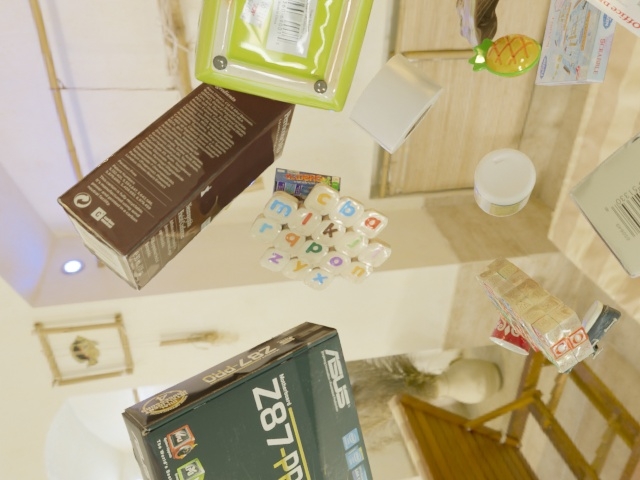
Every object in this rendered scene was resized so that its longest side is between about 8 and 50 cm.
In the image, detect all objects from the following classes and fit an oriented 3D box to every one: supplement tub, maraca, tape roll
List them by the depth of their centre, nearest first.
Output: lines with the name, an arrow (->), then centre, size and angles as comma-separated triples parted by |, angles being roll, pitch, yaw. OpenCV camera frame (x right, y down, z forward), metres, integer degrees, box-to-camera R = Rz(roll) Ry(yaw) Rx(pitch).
supplement tub -> 0.474, -0.143, 1.382 | 0.199, 0.144, 0.145 | 32, -131, -72
maraca -> 0.488, -0.492, 1.415 | 0.099, 0.185, 0.127 | 45, -115, -52
tape roll -> 0.226, -0.405, 1.590 | 0.169, 0.246, 0.246 | 39, 162, 4

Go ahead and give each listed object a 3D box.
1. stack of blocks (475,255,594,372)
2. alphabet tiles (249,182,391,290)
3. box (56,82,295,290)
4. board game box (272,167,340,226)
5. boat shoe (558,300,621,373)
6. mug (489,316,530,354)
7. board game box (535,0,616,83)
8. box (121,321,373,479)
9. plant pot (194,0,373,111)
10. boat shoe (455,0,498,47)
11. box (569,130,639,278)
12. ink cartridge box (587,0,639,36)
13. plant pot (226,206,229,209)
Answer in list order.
stack of blocks -> 0.510, 0.179, 1.273 | 0.171, 0.087, 0.297 | 53, -177, -25
alphabet tiles -> 0.000, 0.000, 1.130 | 0.278, 0.284, 0.021 | -50, 21, 40
box -> -0.219, -0.111, 0.885 | 0.143, 0.381, 0.191 | 39, 157, 4
board game box -> -0.040, -0.078, 1.157 | 0.201, 0.136, 0.035 | 110, 166, -61
boat shoe -> 0.786, 0.297, 1.562 | 0.095, 0.079, 0.255 | -26, -39, -66
mug -> 0.583, 0.230, 1.512 | 0.150, 0.113, 0.169 | 15, 74, 46
board game box -> 0.858, -0.688, 1.781 | 0.318, 0.065, 0.319 | -116, 32, -73
box -> -0.076, 0.363, 0.788 | 0.097, 0.318, 0.395 | 2, 107, 52
plant pot -> -0.046, -0.297, 0.695 | 0.207, 0.227, 0.228 | -103, 27, -63
boat shoe -> 0.431, -0.658, 1.504 | 0.110, 0.122, 0.341 | 40, 180, 20
box -> 0.436, -0.064, 0.610 | 0.127, 0.232, 0.149 | 64, 147, 23
ink cartridge box -> 0.669, -0.566, 1.053 | 0.117, 0.207, 0.283 | -53, -3, -8
plant pot -> -0.315, -0.145, 1.630 | 0.134, 0.134, 0.095 | -127, 45, -71
